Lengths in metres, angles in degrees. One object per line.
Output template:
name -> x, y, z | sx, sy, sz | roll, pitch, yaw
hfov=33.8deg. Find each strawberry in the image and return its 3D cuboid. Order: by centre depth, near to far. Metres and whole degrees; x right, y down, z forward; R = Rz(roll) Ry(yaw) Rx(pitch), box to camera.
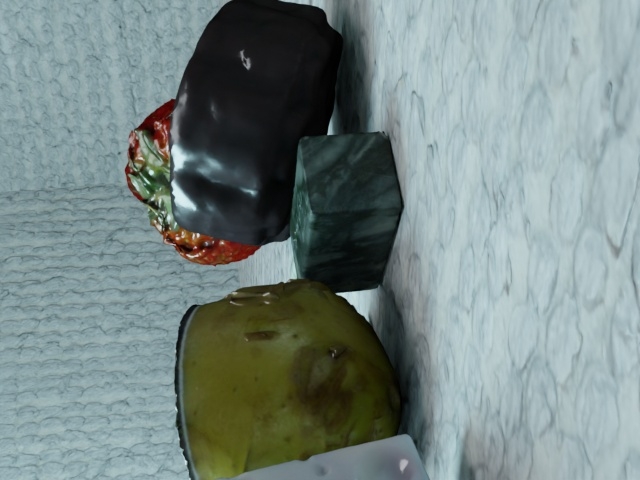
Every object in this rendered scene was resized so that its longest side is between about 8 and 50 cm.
strawberry -> -0.178, -0.122, 1.839 | 0.351, 0.267, 0.311 | -57, -38, -62

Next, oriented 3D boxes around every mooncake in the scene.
mooncake -> -0.061, -0.127, 1.168 | 0.283, 0.141, 0.282 | 16, -90, -82

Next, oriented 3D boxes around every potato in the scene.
potato -> -0.010, 0.178, 1.051 | 0.299, 0.196, 0.246 | 64, -155, -64

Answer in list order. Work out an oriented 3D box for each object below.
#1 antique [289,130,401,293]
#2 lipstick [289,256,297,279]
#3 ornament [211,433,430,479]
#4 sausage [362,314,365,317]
antique -> 0.020, -0.019, 1.043 | 0.183, 0.086, 0.088 | 99, 164, -59
lipstick -> 0.000, 0.000, 1.286 | 0.264, 0.059, 0.059 | 106, 157, -70
ornament -> -0.006, 0.332, 0.787 | 0.239, 0.240, 0.239 | -114, 15, -52
sausage -> 0.042, 0.159, 1.168 | 0.042, 0.036, 0.157 | -161, 67, -72
